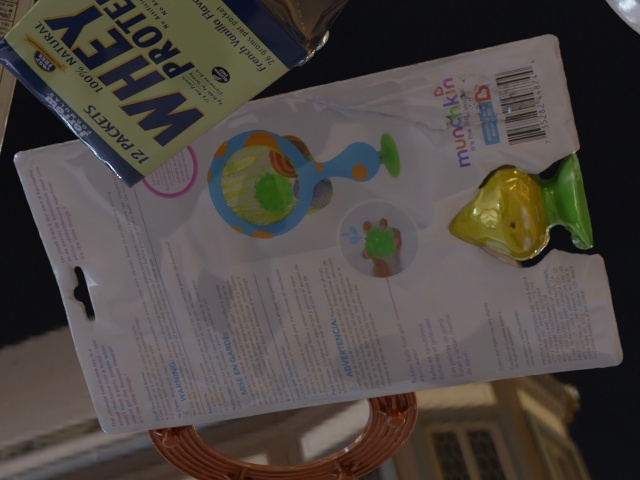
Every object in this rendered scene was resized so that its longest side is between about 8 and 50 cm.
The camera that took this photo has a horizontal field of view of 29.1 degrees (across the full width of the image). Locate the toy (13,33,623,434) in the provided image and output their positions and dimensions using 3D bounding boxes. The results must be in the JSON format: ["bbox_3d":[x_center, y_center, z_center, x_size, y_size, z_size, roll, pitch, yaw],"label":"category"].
[{"bbox_3d":[0.000,0.000,0.532,0.237,0.056,0.137,-9,-75,21],"label":"toy"}]

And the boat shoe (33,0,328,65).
[{"bbox_3d":[-0.145,-0.228,1.239,0.305,0.091,0.109,19,-30,10],"label":"boat shoe"}]

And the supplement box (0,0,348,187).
[{"bbox_3d":[-0.032,-0.074,0.346,0.056,0.083,0.083,46,-45,-15],"label":"supplement box"}]

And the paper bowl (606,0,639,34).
[{"bbox_3d":[0.385,-0.304,1.260,0.284,0.284,0.148,11,-34,-26],"label":"paper bowl"}]

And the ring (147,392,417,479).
[{"bbox_3d":[-0.047,0.225,1.514,0.336,0.032,0.337,-3,-44,-3],"label":"ring"}]

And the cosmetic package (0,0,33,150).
[{"bbox_3d":[-0.383,-0.133,1.182,0.153,0.129,0.296,10,-68,-25],"label":"cosmetic package"}]
